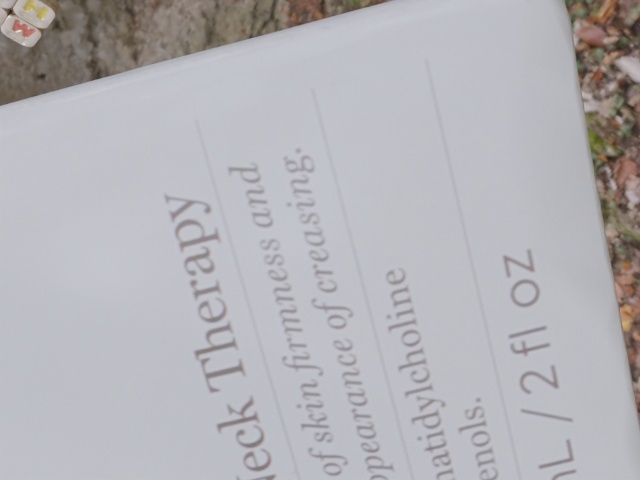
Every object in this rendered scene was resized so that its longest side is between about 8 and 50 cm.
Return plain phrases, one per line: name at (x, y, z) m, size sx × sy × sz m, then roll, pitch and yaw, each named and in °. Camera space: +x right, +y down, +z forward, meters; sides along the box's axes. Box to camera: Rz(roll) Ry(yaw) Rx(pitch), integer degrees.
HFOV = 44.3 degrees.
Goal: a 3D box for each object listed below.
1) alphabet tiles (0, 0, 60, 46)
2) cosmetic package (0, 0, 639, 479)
alphabet tiles at (-0.538, -0.391, 1.165) m, size 0.278 × 0.284 × 0.021 m, roll -20°, pitch 49°, yaw 50°
cosmetic package at (-0.050, 0.057, 0.502) m, size 0.327 × 0.393 × 0.329 m, roll -80°, pitch -25°, yaw -78°
